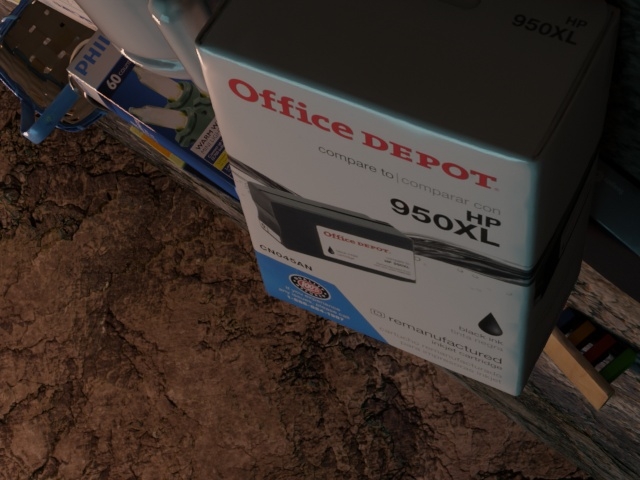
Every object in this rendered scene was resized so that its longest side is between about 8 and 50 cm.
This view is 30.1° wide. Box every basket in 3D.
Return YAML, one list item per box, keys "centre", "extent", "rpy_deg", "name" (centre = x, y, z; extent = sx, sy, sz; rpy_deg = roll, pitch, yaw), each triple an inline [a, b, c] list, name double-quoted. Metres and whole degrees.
- centre: [-0.333, -0.277, 1.668]
  extent: [0.201, 0.255, 0.289]
  rpy_deg: [41, -171, -24]
  name: "basket"

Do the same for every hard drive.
- centre: [0.326, 0.007, 1.233]
  extent: [0.255, 0.054, 0.172]
  rpy_deg: [37, 172, -12]
  name: "hard drive"

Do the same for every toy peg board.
- centre: [0.405, 0.165, 1.820]
  extent: [0.160, 0.079, 0.161]
  rpy_deg: [50, 175, 16]
  name: "toy peg board"

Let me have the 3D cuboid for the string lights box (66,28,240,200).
- centre: [-0.122, -0.150, 1.262]
  extent: [0.260, 0.133, 0.077]
  rpy_deg: [34, 173, 12]
  name: "string lights box"

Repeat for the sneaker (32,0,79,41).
- centre: [-0.368, -0.346, 1.927]
  extent: [0.292, 0.110, 0.118]
  rpy_deg: [43, 178, -39]
  name: "sneaker"

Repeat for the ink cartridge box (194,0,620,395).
- centre: [0.080, -0.060, 1.035]
  extent: [0.285, 0.166, 0.395]
  rpy_deg: [21, 153, 19]
  name: "ink cartridge box"

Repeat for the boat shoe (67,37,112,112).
- centre: [-0.162, -0.180, 1.552]
  extent: [0.335, 0.112, 0.095]
  rpy_deg: [10, -153, -23]
  name: "boat shoe"

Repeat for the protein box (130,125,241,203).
- centre: [-0.088, -0.120, 1.445]
  extent: [0.201, 0.136, 0.200]
  rpy_deg: [32, -178, -31]
  name: "protein box"

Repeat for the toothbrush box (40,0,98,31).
- centre: [-0.324, -0.383, 1.425]
  extent: [0.216, 0.126, 0.295]
  rpy_deg: [30, 172, 28]
  name: "toothbrush box"

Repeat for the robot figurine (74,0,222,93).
- centre: [-0.135, -0.269, 1.022]
  extent: [0.353, 0.200, 0.300]
  rpy_deg: [51, -157, -63]
  name: "robot figurine"

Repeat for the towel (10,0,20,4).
- centre: [-0.596, -0.520, 1.915]
  extent: [0.320, 0.090, 0.374]
  rpy_deg: [25, 167, 39]
  name: "towel"
